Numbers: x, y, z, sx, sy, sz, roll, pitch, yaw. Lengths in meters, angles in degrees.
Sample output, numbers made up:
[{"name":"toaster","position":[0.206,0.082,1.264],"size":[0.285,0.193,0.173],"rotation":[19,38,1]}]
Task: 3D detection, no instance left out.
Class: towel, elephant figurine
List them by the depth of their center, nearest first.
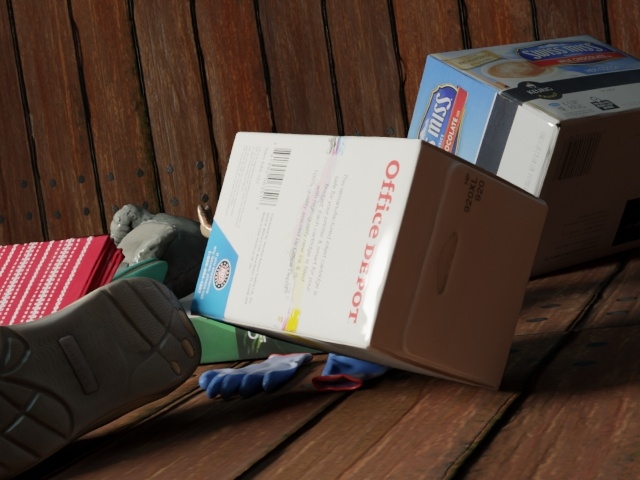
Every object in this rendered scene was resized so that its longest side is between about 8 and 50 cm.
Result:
[{"name":"towel","position":[-0.345,0.087,1.604],"size":[0.275,0.199,0.031],"rotation":[-4,-38,38]},{"name":"elephant figurine","position":[-0.220,0.057,1.869],"size":[0.169,0.186,0.239],"rotation":[34,16,-5]}]

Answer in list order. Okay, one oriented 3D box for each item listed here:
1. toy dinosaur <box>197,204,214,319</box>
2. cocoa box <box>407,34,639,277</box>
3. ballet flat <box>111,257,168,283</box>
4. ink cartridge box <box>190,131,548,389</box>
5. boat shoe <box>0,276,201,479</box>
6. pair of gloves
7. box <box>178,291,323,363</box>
[{"name":"toy dinosaur","position":[0.000,0.000,1.577],"size":[0.200,0.127,0.295],"rotation":[4,17,32]},{"name":"cocoa box","position":[0.305,-0.118,1.973],"size":[0.347,0.231,0.228],"rotation":[-13,36,-41]},{"name":"ballet flat","position":[-0.252,0.096,1.706],"size":[0.247,0.087,0.083],"rotation":[-25,-22,-45]},{"name":"ink cartridge box","position":[0.039,0.014,1.268],"size":[0.168,0.171,0.232],"rotation":[21,-8,-41]},{"name":"boat shoe","position":[-0.257,0.136,1.205],"size":[0.355,0.132,0.130],"rotation":[-14,-17,-42]},{"name":"pair of gloves","position":[-0.014,0.119,1.406],"size":[0.198,0.023,0.159],"rotation":[-5,6,21]},{"name":"box","position":[-0.027,0.083,1.647],"size":[0.322,0.058,0.232],"rotation":[-8,5,17]}]
